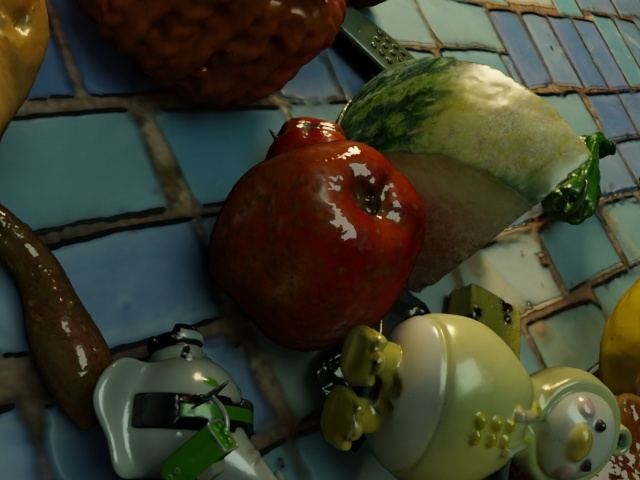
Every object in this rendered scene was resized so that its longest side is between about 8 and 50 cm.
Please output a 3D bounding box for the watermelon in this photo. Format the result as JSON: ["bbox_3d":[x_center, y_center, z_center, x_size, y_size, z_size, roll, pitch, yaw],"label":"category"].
[{"bbox_3d":[0.140,-0.080,0.724,0.310,0.232,0.193,22,37,33],"label":"watermelon"}]

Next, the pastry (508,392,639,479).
[{"bbox_3d":[0.289,0.269,0.659,0.218,0.100,0.229,24,68,-7],"label":"pastry"}]

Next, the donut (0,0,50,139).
[{"bbox_3d":[-0.328,-0.113,0.375,0.317,0.150,0.299,-22,79,-39],"label":"donut"}]

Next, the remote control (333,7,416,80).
[{"bbox_3d":[0.103,-0.212,0.854,0.222,0.042,0.072,38,48,-17],"label":"remote control"}]

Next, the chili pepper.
[{"bbox_3d":[0.379,-0.094,0.967,0.074,0.100,0.257,50,43,-13],"label":"chili pepper"}]

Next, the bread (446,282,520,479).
[{"bbox_3d":[0.167,0.157,0.694,0.088,0.049,0.226,30,51,-23],"label":"bread"}]

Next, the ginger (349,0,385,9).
[{"bbox_3d":[-0.011,-0.403,0.790,0.321,0.165,0.172,42,11,-25],"label":"ginger"}]

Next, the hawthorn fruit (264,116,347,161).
[{"bbox_3d":[-0.014,-0.085,0.664,0.093,0.093,0.093,19,56,-30],"label":"hawthorn fruit"}]

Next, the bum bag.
[{"bbox_3d":[0.060,0.109,0.637,0.087,0.049,0.197,54,45,-8],"label":"bum bag"}]

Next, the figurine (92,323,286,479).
[{"bbox_3d":[-0.093,0.150,0.450,0.147,0.126,0.192,55,24,-65],"label":"figurine"}]

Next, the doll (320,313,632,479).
[{"bbox_3d":[0.146,0.142,0.545,0.296,0.117,0.141,15,89,-14],"label":"doll"}]

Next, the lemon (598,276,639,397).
[{"bbox_3d":[0.510,0.156,0.782,0.348,0.348,0.348,19,56,-30],"label":"lemon"}]

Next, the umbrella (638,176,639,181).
[{"bbox_3d":[0.633,-0.025,1.159,0.071,0.080,0.224,-24,76,-9],"label":"umbrella"}]

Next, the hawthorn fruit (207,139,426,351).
[{"bbox_3d":[0.000,0.000,0.564,0.189,0.189,0.189,19,56,-30],"label":"hawthorn fruit"}]

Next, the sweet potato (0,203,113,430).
[{"bbox_3d":[-0.205,0.035,0.473,0.050,0.050,0.214,-25,79,-44],"label":"sweet potato"}]

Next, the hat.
[{"bbox_3d":[-0.052,-0.317,0.548,0.285,0.400,0.285,16,57,-26],"label":"hat"}]
